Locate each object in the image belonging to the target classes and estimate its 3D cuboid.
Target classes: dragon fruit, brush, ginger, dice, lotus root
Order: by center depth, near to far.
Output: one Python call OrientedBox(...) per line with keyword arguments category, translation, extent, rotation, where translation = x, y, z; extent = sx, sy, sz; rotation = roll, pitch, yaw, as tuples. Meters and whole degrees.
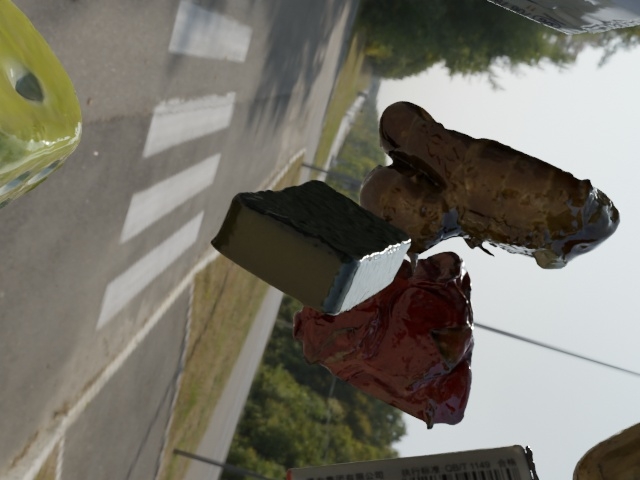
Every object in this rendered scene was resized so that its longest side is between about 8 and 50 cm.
OrientedBox(category="dice", translation=(-0.298, -0.098, 0.585), extent=(0.166, 0.169, 0.169), rotation=(-32, -173, 17))
OrientedBox(category="brush", translation=(0.000, 0.000, 0.690), extent=(0.059, 0.123, 0.197), rotation=(-65, 165, 15))
OrientedBox(category="lotus root", translation=(0.495, 0.333, 1.110), extent=(0.146, 0.284, 0.160), rotation=(-165, -128, -85))
OrientedBox(category="ginger", translation=(0.235, -0.048, 1.209), extent=(0.176, 0.418, 0.254), rotation=(20, 94, -64))
OrientedBox(category="dragon fruit", translation=(0.123, 0.146, 1.401), extent=(0.286, 0.329, 0.228), rotation=(-86, -167, -65))

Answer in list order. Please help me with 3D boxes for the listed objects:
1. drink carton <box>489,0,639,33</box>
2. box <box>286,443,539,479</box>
OrientedBox(category="drink carton", translation=(0.154, -0.252, 0.456), extent=(0.102, 0.134, 0.222), rotation=(-141, -111, -75))
OrientedBox(category="box", translation=(0.066, 0.219, 0.589), extent=(0.133, 0.182, 0.099), rotation=(88, -5, -57))
